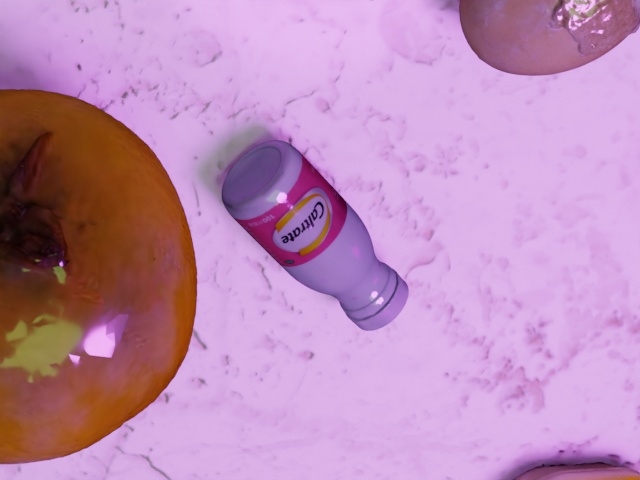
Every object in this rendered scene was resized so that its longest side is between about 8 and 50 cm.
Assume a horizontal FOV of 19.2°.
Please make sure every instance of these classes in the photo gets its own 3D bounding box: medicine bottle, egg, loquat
[{"bbox_3d":[0.000,0.000,1.848,0.090,0.090,0.216,-41,123,6],"label":"medicine bottle"},{"bbox_3d":[0.222,-0.237,1.751,0.201,0.164,0.164,-35,124,7],"label":"egg"},{"bbox_3d":[-0.273,0.042,1.662,0.328,0.328,0.359,-12,165,-13],"label":"loquat"}]

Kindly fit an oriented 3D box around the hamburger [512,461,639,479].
[{"bbox_3d":[0.291,0.333,2.124,0.210,0.116,0.173,1,115,-20],"label":"hamburger"}]
